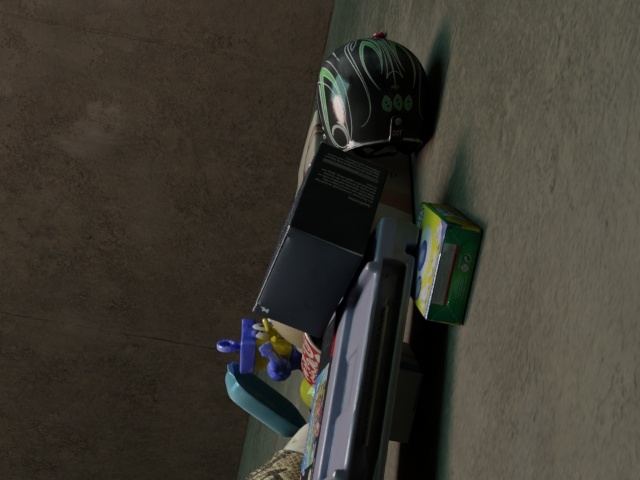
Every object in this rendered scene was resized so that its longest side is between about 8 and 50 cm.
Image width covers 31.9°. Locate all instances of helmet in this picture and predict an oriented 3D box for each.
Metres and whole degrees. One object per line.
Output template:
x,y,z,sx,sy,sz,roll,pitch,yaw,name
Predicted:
0.071,-0.199,1.540,0.169,0.169,0.162,134,129,-79,helmet

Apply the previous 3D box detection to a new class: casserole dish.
-0.104,0.290,2.007,0.037,0.188,0.114,-48,21,7,casserole dish

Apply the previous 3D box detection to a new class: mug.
0.040,0.150,1.671,0.113,0.150,0.169,57,160,21,mug

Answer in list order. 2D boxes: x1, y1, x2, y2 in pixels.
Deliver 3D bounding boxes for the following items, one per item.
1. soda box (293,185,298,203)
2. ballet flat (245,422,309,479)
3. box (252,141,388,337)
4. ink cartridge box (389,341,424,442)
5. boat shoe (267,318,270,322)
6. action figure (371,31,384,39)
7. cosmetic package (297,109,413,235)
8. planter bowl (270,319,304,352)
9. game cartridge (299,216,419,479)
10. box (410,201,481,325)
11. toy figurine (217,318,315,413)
-0.008,-0.018,2.280,0.286,0.098,0.091,-92,13,-59,soda box
-0.023,0.362,1.645,0.182,0.164,0.483,-61,-3,-21,ballet flat
0.000,0.000,1.319,0.158,0.093,0.156,-71,4,-46,box
0.082,0.175,1.338,0.122,0.052,0.089,-113,34,-77,ink cartridge box
-0.042,0.109,2.325,0.324,0.116,0.097,-80,-1,-72,boat shoe
0.108,-0.366,2.103,0.115,0.030,0.038,-87,4,-61,action figure
0.045,-0.043,1.583,0.296,0.153,0.129,-90,13,-51,cosmetic package
-0.007,0.123,1.879,0.162,0.162,0.109,-94,-12,-66,planter bowl
0.034,0.176,1.266,0.230,0.068,0.355,128,155,-63,game cartridge
0.128,0.019,1.219,0.179,0.043,0.105,-106,27,-80,box
-0.082,0.232,1.995,0.362,0.217,0.191,-94,15,-68,toy figurine
